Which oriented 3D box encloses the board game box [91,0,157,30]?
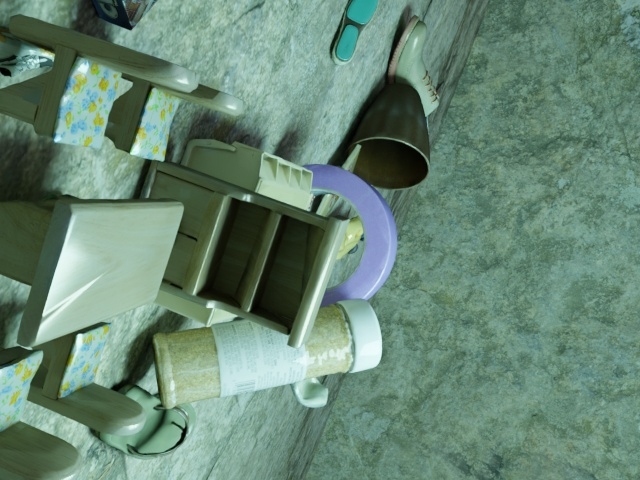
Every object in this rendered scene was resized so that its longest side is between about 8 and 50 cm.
[{"bbox_3d":[-0.151,-0.346,0.623,0.243,0.042,0.165,-61,164,-27],"label":"board game box"}]

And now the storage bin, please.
[{"bbox_3d":[-0.133,-0.015,1.015,0.260,0.123,0.262,-70,165,5],"label":"storage bin"}]

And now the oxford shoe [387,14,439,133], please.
[{"bbox_3d":[0.267,-0.435,1.791,0.140,0.147,0.397,-59,163,-29],"label":"oxford shoe"}]

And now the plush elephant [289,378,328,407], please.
[{"bbox_3d":[-0.041,0.204,1.412,0.330,0.272,0.255,-39,148,-1],"label":"plush elephant"}]

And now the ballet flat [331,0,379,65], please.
[{"bbox_3d":[0.062,-0.424,1.290,0.168,0.057,0.052,-63,-167,-4],"label":"ballet flat"}]

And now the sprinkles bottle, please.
[{"bbox_3d":[-0.084,0.178,1.051,0.121,0.356,0.121,172,-90,-72],"label":"sprinkles bottle"}]

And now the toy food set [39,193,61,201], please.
[{"bbox_3d":[-0.283,-0.010,0.679,0.082,0.020,0.083,-54,160,-43],"label":"toy food set"}]

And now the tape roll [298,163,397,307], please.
[{"bbox_3d":[0.000,0.000,1.206,0.090,0.275,0.274,3,108,-76],"label":"tape roll"}]

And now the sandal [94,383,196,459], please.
[{"bbox_3d":[-0.269,0.312,1.067,0.120,0.086,0.303,-64,165,-13],"label":"sandal"}]

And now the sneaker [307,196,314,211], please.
[{"bbox_3d":[-0.034,-0.081,1.430,0.067,0.042,0.118,-50,155,-42],"label":"sneaker"}]

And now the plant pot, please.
[{"bbox_3d":[0.187,-0.284,1.677,0.215,0.216,0.230,86,15,-60],"label":"plant pot"}]

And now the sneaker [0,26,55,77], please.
[{"bbox_3d":[-0.258,-0.156,0.554,0.037,0.032,0.083,-56,166,15],"label":"sneaker"}]

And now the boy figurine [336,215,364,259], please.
[{"bbox_3d":[0.049,-0.003,1.747,0.177,0.092,0.285,-43,168,16],"label":"boy figurine"}]

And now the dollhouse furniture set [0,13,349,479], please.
[{"bbox_3d":[-0.142,0.024,0.679,0.394,0.257,0.362,-21,130,-79],"label":"dollhouse furniture set"}]

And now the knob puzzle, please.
[{"bbox_3d":[0.027,-0.125,1.598,0.213,0.030,0.213,-58,173,-11],"label":"knob puzzle"}]
